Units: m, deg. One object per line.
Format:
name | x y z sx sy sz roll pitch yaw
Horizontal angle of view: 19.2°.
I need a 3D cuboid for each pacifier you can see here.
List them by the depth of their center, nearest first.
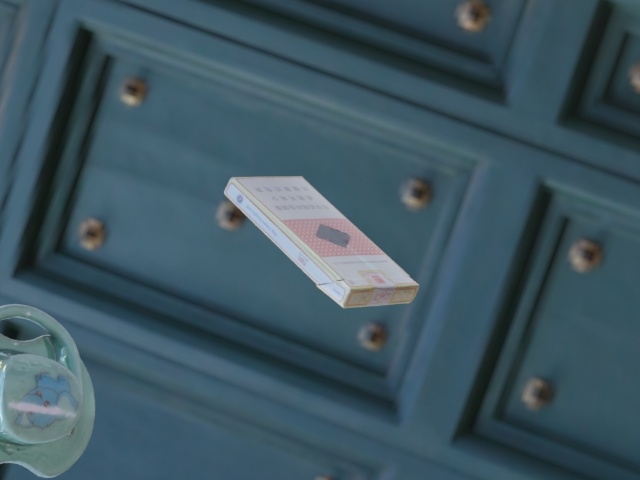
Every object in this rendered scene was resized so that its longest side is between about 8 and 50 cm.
pacifier | -0.238 0.112 1.389 0.150 0.117 0.126 4 -99 -46

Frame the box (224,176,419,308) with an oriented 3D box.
box | 0.000 0.000 0.810 0.046 0.083 0.012 -2 -53 -48
